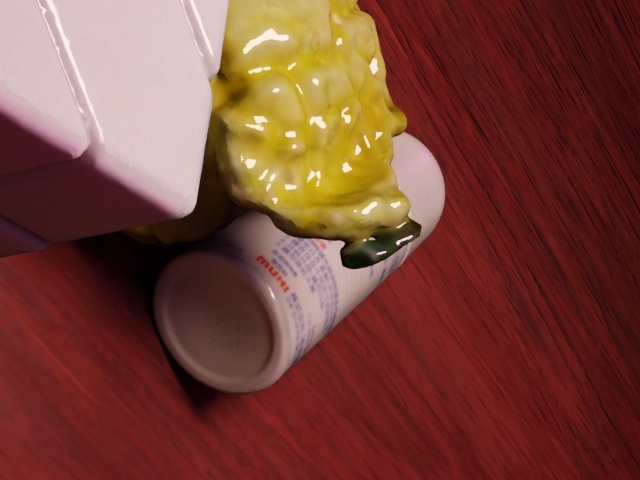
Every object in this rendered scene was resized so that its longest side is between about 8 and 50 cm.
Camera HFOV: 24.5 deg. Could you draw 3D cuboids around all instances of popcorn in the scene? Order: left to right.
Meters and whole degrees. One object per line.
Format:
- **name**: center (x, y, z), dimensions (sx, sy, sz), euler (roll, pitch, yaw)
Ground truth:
- **popcorn**: center (-0.082, -0.111, 1.092), dimensions (0.293, 0.293, 0.237), euler (-50, 125, -49)

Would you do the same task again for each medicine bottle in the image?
- **medicine bottle**: center (0.000, 0.000, 1.285), dimensions (0.341, 0.130, 0.130), euler (-40, 114, -51)

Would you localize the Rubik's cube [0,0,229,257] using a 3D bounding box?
- **Rubik's cube**: center (-0.257, -0.187, 0.797), dimensions (0.319, 0.316, 0.321), euler (33, 54, -47)
